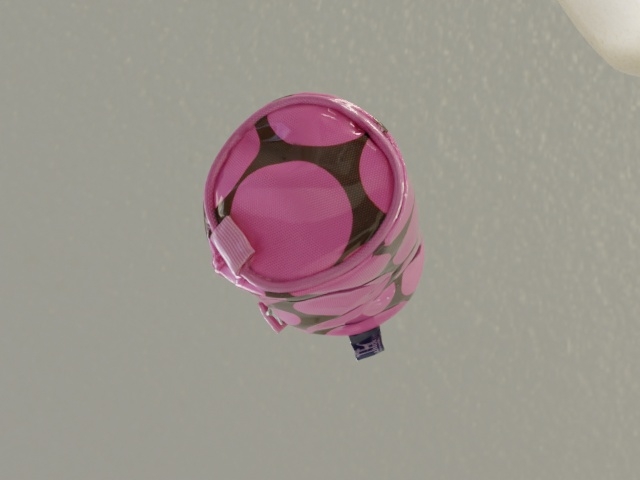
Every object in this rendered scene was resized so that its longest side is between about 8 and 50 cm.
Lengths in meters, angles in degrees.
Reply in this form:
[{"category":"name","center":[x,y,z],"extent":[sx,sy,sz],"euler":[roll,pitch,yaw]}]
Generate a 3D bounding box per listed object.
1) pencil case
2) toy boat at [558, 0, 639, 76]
[{"category":"pencil case","center":[0.000,0.000,0.594],"extent":[0.098,0.095,0.209],"euler":[-27,-14,1]},{"category":"toy boat","center":[0.249,-0.170,0.689],"extent":[0.148,0.318,0.267],"euler":[-39,-32,-12]}]
